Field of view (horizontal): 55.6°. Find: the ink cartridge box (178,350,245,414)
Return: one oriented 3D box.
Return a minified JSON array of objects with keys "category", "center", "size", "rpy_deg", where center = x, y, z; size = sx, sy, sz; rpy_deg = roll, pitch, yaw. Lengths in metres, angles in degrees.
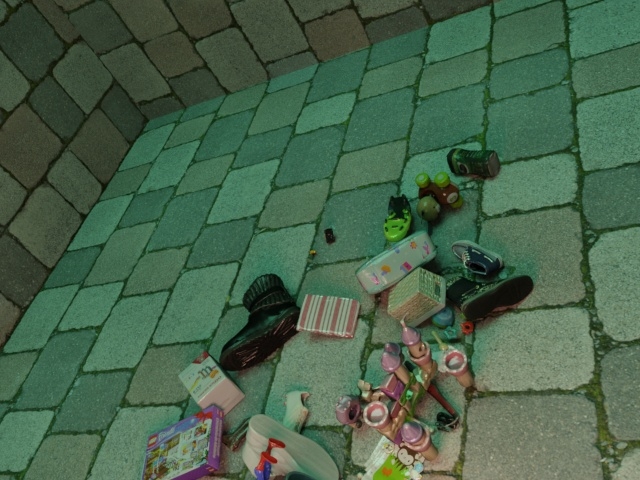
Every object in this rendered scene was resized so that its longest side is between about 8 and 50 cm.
[{"category":"ink cartridge box","center":[-0.364,0.486,2.032],"size":[0.128,0.127,0.176],"rpy_deg":[-43,39,-11]}]

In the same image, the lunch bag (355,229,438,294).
[{"category":"lunch bag","center":[0.249,0.070,1.982],"size":[0.279,0.107,0.224],"rpy_deg":[-31,-4,0]}]

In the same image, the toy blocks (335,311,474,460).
[{"category":"toy blocks","center":[0.189,0.364,1.578],"size":[0.309,0.260,0.288],"rpy_deg":[14,62,39]}]

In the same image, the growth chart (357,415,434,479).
[{"category":"growth chart","center":[0.205,0.571,1.611],"size":[0.172,0.021,0.237],"rpy_deg":[11,57,42]}]

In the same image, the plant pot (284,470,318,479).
[{"category":"plant pot","center":[-0.052,0.742,1.437],"size":[0.255,0.272,0.272],"rpy_deg":[-52,39,1]}]

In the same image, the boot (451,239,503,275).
[{"category":"boot","center":[0.473,0.053,1.911],"size":[0.086,0.069,0.190],"rpy_deg":[-24,29,-34]}]

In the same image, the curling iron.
[{"category":"curling iron","center":[0.300,0.423,1.687],"size":[0.068,0.035,0.274],"rpy_deg":[-34,38,0]}]

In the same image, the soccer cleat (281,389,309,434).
[{"category":"soccer cleat","center":[-0.074,0.534,1.821],"size":[0.076,0.068,0.196],"rpy_deg":[-13,40,15]}]

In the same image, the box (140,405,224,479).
[{"category":"box","center":[-0.437,0.668,1.915],"size":[0.293,0.057,0.200],"rpy_deg":[-29,37,21]}]

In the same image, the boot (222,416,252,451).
[{"category":"boot","center":[-0.265,0.597,1.916],"size":[0.106,0.037,0.114],"rpy_deg":[21,62,43]}]

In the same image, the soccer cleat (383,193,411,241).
[{"category":"soccer cleat","center":[0.278,-0.059,2.125],"size":[0.094,0.121,0.289],"rpy_deg":[-7,28,14]}]

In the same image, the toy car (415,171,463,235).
[{"category":"toy car","center":[0.395,-0.119,2.118],"size":[0.149,0.155,0.188],"rpy_deg":[3,60,38]}]

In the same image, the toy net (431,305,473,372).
[{"category":"toy net","center":[0.379,0.290,1.773],"size":[0.122,0.045,0.232],"rpy_deg":[11,53,7]}]

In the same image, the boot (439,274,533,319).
[{"category":"boot","center":[0.488,0.140,1.810],"size":[0.237,0.085,0.178],"rpy_deg":[-22,21,-12]}]

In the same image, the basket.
[{"category":"basket","center":[0.290,0.174,1.852],"size":[0.167,0.103,0.113],"rpy_deg":[-46,24,42]}]

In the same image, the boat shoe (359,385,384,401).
[{"category":"boat shoe","center":[0.166,0.444,1.757],"size":[0.137,0.049,0.043],"rpy_deg":[-26,76,15]}]

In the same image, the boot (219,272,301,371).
[{"category":"boot","center":[-0.238,0.286,2.147],"size":[0.348,0.131,0.260],"rpy_deg":[-31,43,-14]}]

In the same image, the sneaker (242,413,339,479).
[{"category":"sneaker","center":[-0.091,0.630,1.708],"size":[0.293,0.169,0.108],"rpy_deg":[31,33,19]}]

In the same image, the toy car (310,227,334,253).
[{"category":"toy car","center":[0.000,0.000,2.351],"size":[0.122,0.060,0.040],"rpy_deg":[-29,5,-4]}]

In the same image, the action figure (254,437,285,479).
[{"category":"action figure","center":[-0.131,0.674,1.628],"size":[0.139,0.280,0.091],"rpy_deg":[28,29,8]}]

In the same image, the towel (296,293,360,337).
[{"category":"towel","center":[0.026,0.253,2.031],"size":[0.197,0.029,0.144],"rpy_deg":[5,51,14]}]

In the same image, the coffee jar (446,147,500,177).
[{"category":"coffee jar","center":[0.554,-0.285,2.214],"size":[0.185,0.096,0.079],"rpy_deg":[13,55,43]}]
